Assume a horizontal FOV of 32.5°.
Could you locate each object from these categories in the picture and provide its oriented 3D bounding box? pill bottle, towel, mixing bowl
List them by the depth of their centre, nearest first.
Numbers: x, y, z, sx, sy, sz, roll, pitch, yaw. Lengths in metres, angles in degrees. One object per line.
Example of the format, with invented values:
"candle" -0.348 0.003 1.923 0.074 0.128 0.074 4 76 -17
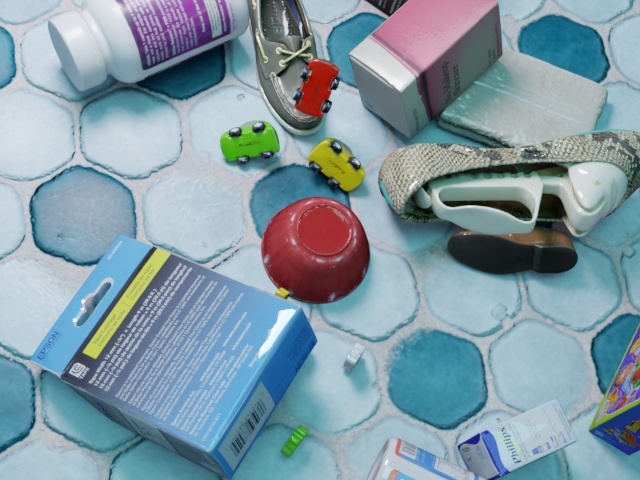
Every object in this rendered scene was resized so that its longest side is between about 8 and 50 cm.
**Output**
"pill bottle" 0.177 0.387 1.609 0.222 0.124 0.124 26 67 2
"mixing bowl" 0.000 0.000 1.747 0.182 0.098 0.181 3 68 -9
"pill bottle" -0.283 -0.361 1.806 0.302 0.169 0.169 -27 75 -18
"towel" 0.351 -0.234 1.922 0.282 0.049 0.187 22 68 -1

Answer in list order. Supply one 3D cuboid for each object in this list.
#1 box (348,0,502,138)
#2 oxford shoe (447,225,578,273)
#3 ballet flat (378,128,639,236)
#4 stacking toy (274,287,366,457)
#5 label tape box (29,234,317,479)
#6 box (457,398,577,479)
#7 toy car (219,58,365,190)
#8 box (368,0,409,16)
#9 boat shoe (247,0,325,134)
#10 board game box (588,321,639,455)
"box" 0.180 -0.311 1.836 0.232 0.148 0.127 -43 62 -11
"oxford shoe" 0.313 0.008 1.820 0.212 0.076 0.076 6 38 -4
"ballet flat" 0.338 -0.077 1.782 0.483 0.164 0.182 -3 38 -6
"stacking toy" -0.055 0.202 1.688 0.167 0.052 0.221 33 70 7
"label tape box" -0.218 0.162 1.626 0.348 0.115 0.249 20 64 29
"box" 0.294 0.306 1.658 0.137 0.126 0.072 -20 75 -15
"toy car" -0.054 -0.180 1.801 0.225 0.239 0.053 -9 31 12
"box" 0.138 -0.521 1.935 0.203 0.167 0.168 35 68 6
"boat shoe" -0.060 -0.326 1.869 0.109 0.091 0.305 -12 71 -13
"board game box" 0.559 0.147 1.703 0.078 0.233 0.347 31 67 4
